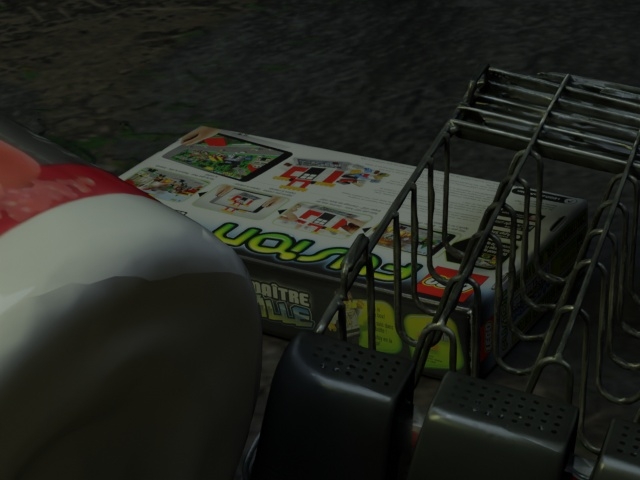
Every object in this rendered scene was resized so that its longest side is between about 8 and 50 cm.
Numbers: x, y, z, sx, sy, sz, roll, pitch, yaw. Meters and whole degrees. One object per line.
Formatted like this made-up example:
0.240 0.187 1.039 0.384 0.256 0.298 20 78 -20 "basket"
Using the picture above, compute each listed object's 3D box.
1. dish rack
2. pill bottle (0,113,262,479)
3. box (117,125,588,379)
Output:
0.110 0.025 0.560 0.208 0.074 0.271 16 34 13 "dish rack"
-0.190 0.010 0.486 0.318 0.176 0.176 28 38 24 "pill bottle"
0.000 0.000 0.709 0.207 0.036 0.114 13 31 30 "box"
